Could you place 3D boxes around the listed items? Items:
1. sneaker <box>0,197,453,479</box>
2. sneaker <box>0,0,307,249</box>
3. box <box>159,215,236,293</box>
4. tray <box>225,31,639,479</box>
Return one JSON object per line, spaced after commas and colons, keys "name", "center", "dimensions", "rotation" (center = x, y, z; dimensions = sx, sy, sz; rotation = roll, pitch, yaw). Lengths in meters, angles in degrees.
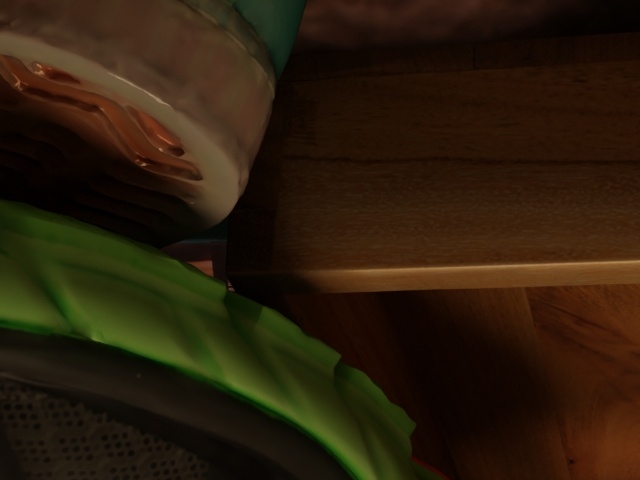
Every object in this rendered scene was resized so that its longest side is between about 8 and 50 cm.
{"name": "sneaker", "center": [-0.060, 0.129, 0.412], "dimensions": [0.185, 0.202, 0.483], "rotation": [-4, 148, 47]}
{"name": "sneaker", "center": [-0.094, -0.059, 0.447], "dimensions": [0.108, 0.121, 0.302], "rotation": [37, 155, -29]}
{"name": "box", "center": [0.000, 0.000, 0.579], "dimensions": [0.244, 0.060, 0.100], "rotation": [-1, 148, -1]}
{"name": "tray", "center": [0.120, 0.065, 0.546], "dimensions": [0.203, 0.076, 0.411], "rotation": [-2, 152, 13]}
